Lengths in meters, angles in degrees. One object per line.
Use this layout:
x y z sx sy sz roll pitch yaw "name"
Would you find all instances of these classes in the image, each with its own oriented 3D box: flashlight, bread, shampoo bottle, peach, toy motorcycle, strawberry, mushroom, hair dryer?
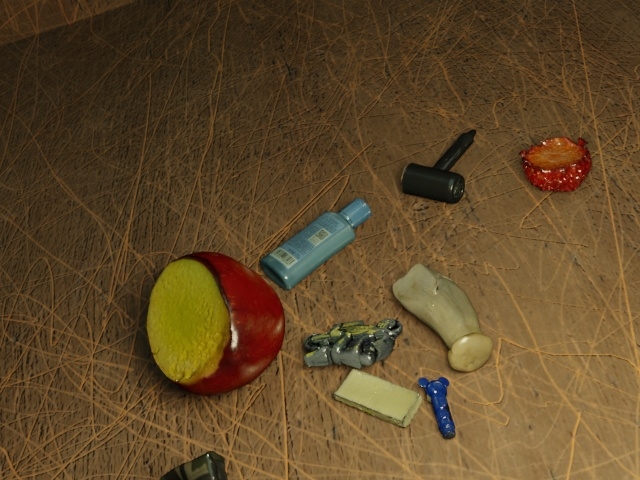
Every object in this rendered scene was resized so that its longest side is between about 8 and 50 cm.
0.204 0.284 1.476 0.057 0.035 0.121 1 44 -14 "flashlight"
0.101 0.276 1.526 0.153 0.028 0.068 15 52 34 "bread"
0.000 0.000 1.836 0.258 0.061 0.104 -37 43 -18 "shampoo bottle"
-0.182 0.158 1.603 0.245 0.249 0.275 -6 35 -25 "peach"
0.063 0.194 1.598 0.193 0.061 0.124 -11 26 -1 "toy motorcycle"
0.488 -0.154 1.796 0.145 0.086 0.145 -9 43 9 "strawberry"
0.228 0.131 1.586 0.108 0.096 0.247 -8 39 -26 "mushroom"
0.296 -0.177 1.918 0.128 0.070 0.255 18 49 34 "hair dryer"

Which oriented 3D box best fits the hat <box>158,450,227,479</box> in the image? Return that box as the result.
-0.135 0.539 1.273 0.381 0.257 0.366 31 62 -3 "hat"
